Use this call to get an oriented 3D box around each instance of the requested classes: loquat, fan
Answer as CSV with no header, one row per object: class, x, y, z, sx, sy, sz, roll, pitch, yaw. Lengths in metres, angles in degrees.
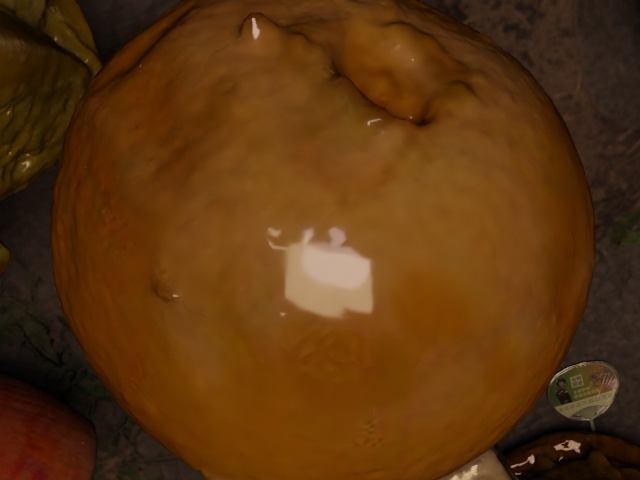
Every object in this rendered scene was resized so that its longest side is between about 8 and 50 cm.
loquat,0.000,0.000,0.539,0.328,0.328,0.328,-1,105,-3
fan,0.219,0.137,0.753,0.060,0.003,0.080,10,104,-5

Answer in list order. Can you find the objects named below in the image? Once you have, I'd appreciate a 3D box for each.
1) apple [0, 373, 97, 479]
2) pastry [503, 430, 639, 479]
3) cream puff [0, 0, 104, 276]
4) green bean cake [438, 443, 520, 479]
apple,-0.313,0.204,0.615,0.293,0.251,0.163,-45,112,9
pastry,0.217,0.290,0.727,0.235,0.132,0.240,39,102,-11
cream puff,-0.269,-0.056,0.500,0.270,0.323,0.274,-3,91,20
green bean cake,0.071,0.156,0.657,0.109,0.179,0.085,-34,116,4
